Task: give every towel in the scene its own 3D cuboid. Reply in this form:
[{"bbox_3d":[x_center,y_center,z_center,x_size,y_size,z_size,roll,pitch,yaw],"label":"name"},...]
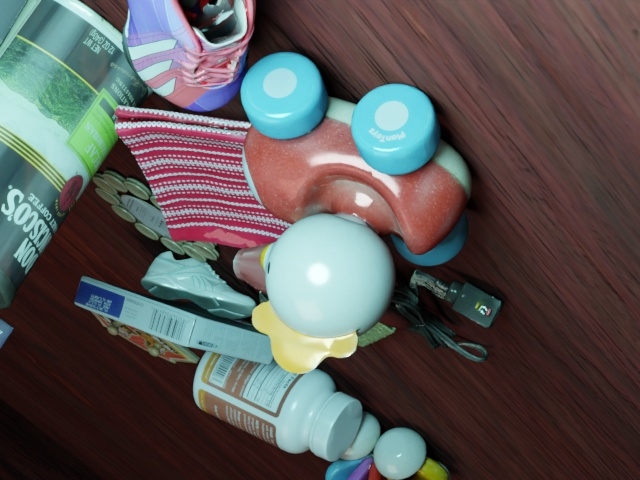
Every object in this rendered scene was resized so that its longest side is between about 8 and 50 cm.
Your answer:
[{"bbox_3d":[0.031,0.081,2.166,0.110,0.027,0.148,32,162,-4],"label":"towel"},{"bbox_3d":[-0.092,-0.054,1.912,0.199,0.031,0.275,8,157,12],"label":"towel"}]

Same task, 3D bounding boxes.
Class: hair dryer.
[{"bbox_3d":[0.044,0.070,1.965,0.293,0.080,0.223,21,161,4],"label":"hair dryer"}]

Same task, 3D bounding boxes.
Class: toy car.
[{"bbox_3d":[0.083,0.331,2.573,0.182,0.136,0.159,19,159,37],"label":"toy car"},{"bbox_3d":[0.000,0.000,1.622,0.210,0.238,0.219,18,159,20],"label":"toy car"}]

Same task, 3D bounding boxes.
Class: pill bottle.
[{"bbox_3d":[-0.056,0.216,2.526,0.216,0.121,0.121,24,161,25],"label":"pill bottle"}]

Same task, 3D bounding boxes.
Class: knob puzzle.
[{"bbox_3d":[-0.300,0.142,2.892,0.213,0.030,0.213,29,163,10],"label":"knob puzzle"}]

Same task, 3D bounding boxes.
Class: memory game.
[{"bbox_3d":[-0.203,-0.030,2.287,0.186,0.012,0.186,29,163,10],"label":"memory game"}]

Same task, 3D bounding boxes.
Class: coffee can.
[{"bbox_3d":[-0.322,-0.100,1.854,0.201,0.275,0.201,29,163,10],"label":"coffee can"}]

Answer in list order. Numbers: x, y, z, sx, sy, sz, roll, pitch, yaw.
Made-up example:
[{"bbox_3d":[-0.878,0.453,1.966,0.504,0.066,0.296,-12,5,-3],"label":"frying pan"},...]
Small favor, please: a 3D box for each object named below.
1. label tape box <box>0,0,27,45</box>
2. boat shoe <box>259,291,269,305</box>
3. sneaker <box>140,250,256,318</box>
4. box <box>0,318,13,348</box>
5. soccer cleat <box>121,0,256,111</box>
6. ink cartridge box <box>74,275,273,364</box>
[{"bbox_3d":[-0.414,-0.274,1.615,0.240,0.106,0.333,33,-179,9],"label":"label tape box"},{"bbox_3d":[-0.049,0.080,2.258,0.056,0.049,0.152,26,161,21],"label":"boat shoe"},{"bbox_3d":[-0.149,0.054,2.354,0.152,0.061,0.054,19,152,10],"label":"sneaker"},{"bbox_3d":[-0.469,0.088,1.844,0.261,0.184,0.103,39,162,-23],"label":"box"},{"bbox_3d":[-0.099,-0.176,1.515,0.116,0.108,0.318,51,167,23],"label":"soccer cleat"},{"bbox_3d":[-0.171,0.110,2.422,0.223,0.045,0.224,17,180,41],"label":"ink cartridge box"}]
